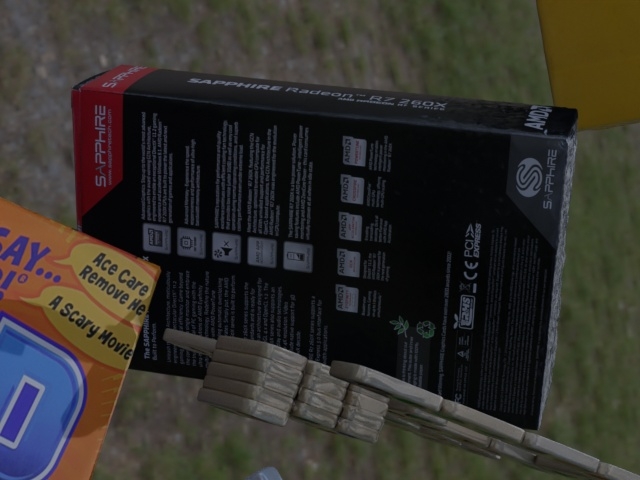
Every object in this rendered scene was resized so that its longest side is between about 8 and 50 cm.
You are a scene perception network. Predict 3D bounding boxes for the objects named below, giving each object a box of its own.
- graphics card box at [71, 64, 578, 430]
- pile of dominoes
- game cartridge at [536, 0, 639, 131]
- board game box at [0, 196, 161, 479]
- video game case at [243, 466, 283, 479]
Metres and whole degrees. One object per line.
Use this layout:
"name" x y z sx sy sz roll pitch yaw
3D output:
"graphics card box" 0.000 0.000 1.044 0.094 0.371 0.233 -49 143 -66
"pile of dominoes" 0.045 0.113 0.791 0.251 0.196 0.040 25 78 -31
"game cartridge" 0.297 -0.264 1.075 0.052 0.285 0.324 -11 93 -57
"board game box" -0.390 0.109 0.866 0.356 0.356 0.357 27 76 -43
"video game case" -0.057 0.301 0.934 0.227 0.206 0.026 60 25 14
